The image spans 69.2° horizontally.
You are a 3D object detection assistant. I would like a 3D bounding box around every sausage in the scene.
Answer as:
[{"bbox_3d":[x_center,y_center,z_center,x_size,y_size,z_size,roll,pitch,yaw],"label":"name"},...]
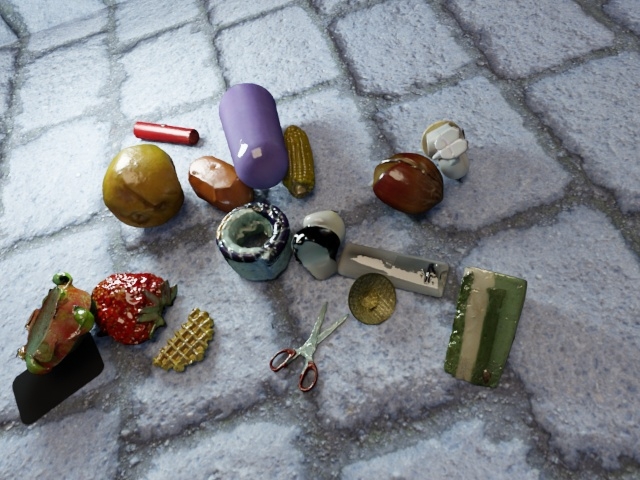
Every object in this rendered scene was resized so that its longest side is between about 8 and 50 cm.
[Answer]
[{"bbox_3d":[-0.338,-0.190,1.587,0.268,0.141,0.153,31,69,28],"label":"sausage"}]

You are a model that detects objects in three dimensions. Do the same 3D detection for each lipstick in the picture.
[{"bbox_3d":[-0.616,-0.427,1.849,0.280,0.073,0.073,10,61,18],"label":"lipstick"}]

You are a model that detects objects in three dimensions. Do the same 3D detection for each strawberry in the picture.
[{"bbox_3d":[-0.613,0.189,1.410,0.307,0.137,0.233,5,60,14],"label":"strawberry"}]

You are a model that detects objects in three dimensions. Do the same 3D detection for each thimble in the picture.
[{"bbox_3d":[-0.192,0.006,1.422,0.237,0.150,0.237,-5,57,8],"label":"thimble"}]

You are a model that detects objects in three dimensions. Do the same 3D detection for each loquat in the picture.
[{"bbox_3d":[-0.600,-0.185,1.564,0.276,0.276,0.283,-21,65,-1],"label":"loquat"}]

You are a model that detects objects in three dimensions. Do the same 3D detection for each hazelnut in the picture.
[{"bbox_3d":[0.273,-0.179,1.417,0.181,0.181,0.212,2,45,41],"label":"hazelnut"}]

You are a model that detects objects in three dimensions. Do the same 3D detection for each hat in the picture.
[{"bbox_3d":[0.134,0.161,1.302,0.146,0.067,0.146,1,88,-17],"label":"hat"}]

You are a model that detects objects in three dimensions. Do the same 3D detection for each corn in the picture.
[{"bbox_3d":[-0.081,-0.272,1.599,0.119,0.119,0.321,-12,51,6],"label":"corn"}]

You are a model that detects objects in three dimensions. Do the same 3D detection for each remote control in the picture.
[{"bbox_3d":[0.205,0.075,1.341,0.313,0.055,0.109,12,61,19],"label":"remote control"}]

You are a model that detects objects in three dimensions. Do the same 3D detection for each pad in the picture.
[{"bbox_3d":[-0.786,0.403,1.389,0.267,0.004,0.181,-36,56,-11],"label":"pad"}]

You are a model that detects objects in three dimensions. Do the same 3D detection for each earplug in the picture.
[{"bbox_3d":[-0.218,-0.341,1.563,0.215,0.215,0.456,-20,44,0],"label":"earplug"}]

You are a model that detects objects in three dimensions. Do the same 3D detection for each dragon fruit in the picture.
[{"bbox_3d":[-0.770,0.244,1.370,0.268,0.130,0.295,0,71,50],"label":"dragon fruit"}]

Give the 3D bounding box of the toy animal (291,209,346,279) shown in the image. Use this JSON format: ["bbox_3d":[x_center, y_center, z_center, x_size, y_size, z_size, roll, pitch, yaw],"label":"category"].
[{"bbox_3d":[0.000,0.000,1.390,0.138,0.166,0.179,9,49,17],"label":"toy animal"}]

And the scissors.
[{"bbox_3d":[-0.020,0.283,1.283,0.144,0.017,0.247,27,65,26],"label":"scissors"}]

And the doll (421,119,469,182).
[{"bbox_3d":[0.389,-0.300,1.417,0.144,0.271,0.208,-30,68,14],"label":"doll"}]

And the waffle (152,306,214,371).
[{"bbox_3d":[-0.392,0.286,1.348,0.161,0.046,0.192,-3,56,11],"label":"waffle"}]

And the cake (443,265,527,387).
[{"bbox_3d":[0.404,0.200,1.148,0.158,0.172,0.283,14,64,24],"label":"cake"}]
